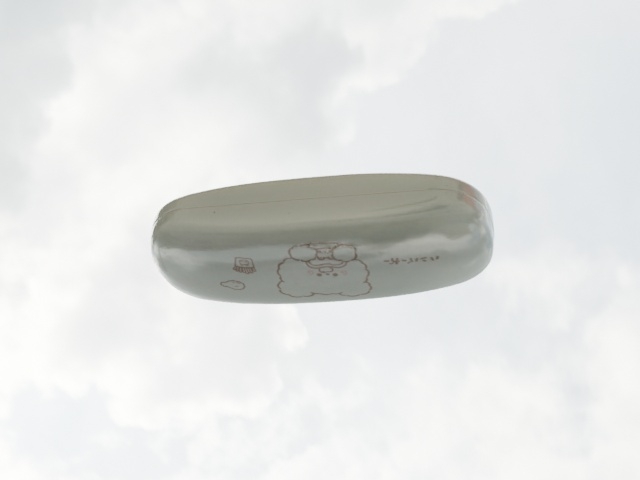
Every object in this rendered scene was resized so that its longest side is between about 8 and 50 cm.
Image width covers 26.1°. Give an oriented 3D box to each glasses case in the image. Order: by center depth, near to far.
[{"bbox_3d":[0.000,0.000,0.773,0.193,0.074,0.049,-3,-129,12],"label":"glasses case"}]
